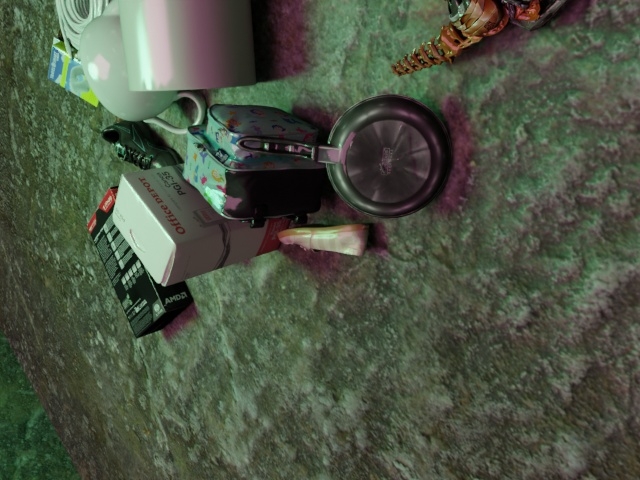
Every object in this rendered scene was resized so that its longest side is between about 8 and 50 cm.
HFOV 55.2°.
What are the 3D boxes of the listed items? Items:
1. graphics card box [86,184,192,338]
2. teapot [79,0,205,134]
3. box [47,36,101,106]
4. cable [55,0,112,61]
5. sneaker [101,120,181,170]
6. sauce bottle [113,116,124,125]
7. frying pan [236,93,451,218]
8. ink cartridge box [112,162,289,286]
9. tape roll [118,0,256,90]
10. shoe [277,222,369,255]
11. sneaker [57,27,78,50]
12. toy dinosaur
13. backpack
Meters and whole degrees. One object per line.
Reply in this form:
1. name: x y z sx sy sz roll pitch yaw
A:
1. graphics card box: -0.505 0.060 1.686 0.232 0.094 0.371 -38 74 45
2. teapot: -0.374 -0.385 1.329 0.186 0.256 0.253 -12 73 18
3. box: -0.658 -0.454 1.651 0.178 0.042 0.109 30 128 -1
4. cable: -0.576 -0.606 1.535 0.257 0.089 0.257 -19 87 45
5. sneaker: -0.443 -0.208 1.524 0.267 0.106 0.101 42 129 27
6. sauce bottle: -0.510 -0.335 1.596 0.128 0.042 0.042 -39 75 44
7. frying pan: 0.048 -0.155 0.946 0.326 0.053 0.197 27 109 -4
8. ink cartridge box: -0.234 -0.050 1.225 0.207 0.283 0.117 48 132 24
9. tape roll: -0.248 -0.376 1.161 0.246 0.246 0.169 14 114 43
10. shoe: 0.000 0.000 1.151 0.219 0.076 0.058 -1 97 44
11. sneaker: -0.689 -0.510 1.718 0.086 0.064 0.192 -124 26 -54
12. toy dinosaur: 0.195 -0.337 0.793 0.322 0.164 0.218 -43 88 23
13. backpack: -0.132 -0.151 1.133 0.253 0.225 0.191 31 121 48
